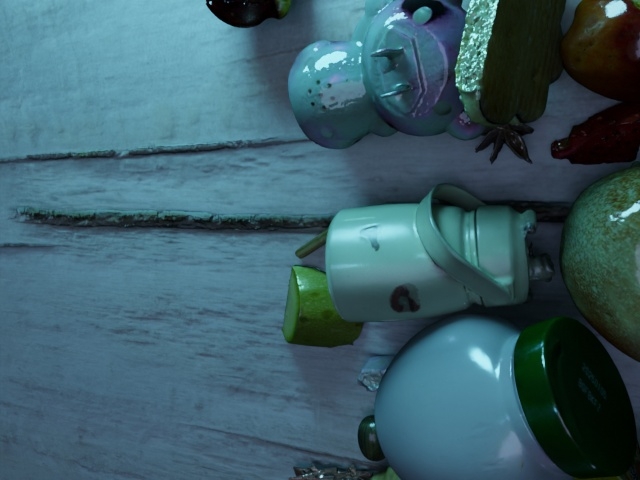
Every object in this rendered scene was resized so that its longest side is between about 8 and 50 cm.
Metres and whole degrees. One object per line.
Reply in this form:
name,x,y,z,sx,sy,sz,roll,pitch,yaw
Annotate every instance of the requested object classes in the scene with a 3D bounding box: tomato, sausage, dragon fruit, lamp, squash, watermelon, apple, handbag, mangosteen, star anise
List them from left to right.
mangosteen,-0.113,-0.445,0.814,0.179,0.166,0.166,0,111,-3
squash,-0.006,0.165,1.028,0.183,0.085,0.192,16,116,17
sausage,0.000,0.000,0.998,0.132,0.024,0.024,-33,94,30
handbag,0.038,0.628,1.196,0.212,0.059,0.158,-8,107,23
watermelon,0.121,0.441,1.083,0.078,0.078,0.111,5,112,21
lamp,0.093,-0.251,0.749,0.300,0.247,0.248,-6,104,32
star anise,0.285,-0.185,0.796,0.129,0.056,0.124,8,87,24
dragon fruit,0.423,-0.158,0.740,0.131,0.063,0.097,-1,108,23
apple,0.415,-0.263,0.657,0.158,0.156,0.147,18,113,39
tomato,0.501,0.030,0.678,0.303,0.239,0.304,6,107,20

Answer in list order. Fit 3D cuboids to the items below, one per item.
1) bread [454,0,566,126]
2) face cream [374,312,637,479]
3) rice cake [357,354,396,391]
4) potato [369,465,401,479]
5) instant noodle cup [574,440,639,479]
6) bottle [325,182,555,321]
bread,0.274,-0.280,0.677,0.056,0.207,0.287,12,85,50
face cream,0.259,0.271,0.769,0.357,0.219,0.313,-35,60,45
rice cake,0.239,0.245,0.962,0.364,0.072,0.056,-16,99,27
potato,0.242,0.600,1.056,0.296,0.141,0.192,31,119,7
instant noodle cup,0.436,0.337,0.851,0.153,0.205,0.205,-35,93,36
bottle,0.198,0.026,0.818,0.351,0.229,0.230,-5,107,23
